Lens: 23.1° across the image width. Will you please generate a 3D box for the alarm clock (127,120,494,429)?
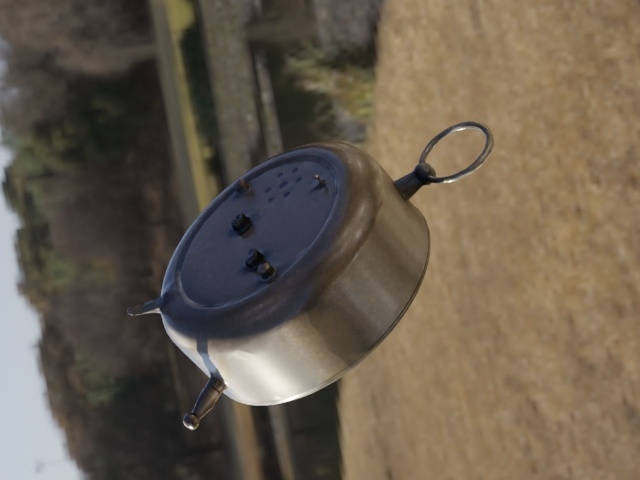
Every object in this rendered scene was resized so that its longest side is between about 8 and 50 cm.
[{"bbox_3d":[0.000,0.000,0.747,0.064,0.192,0.129,52,-172,-31],"label":"alarm clock"}]
